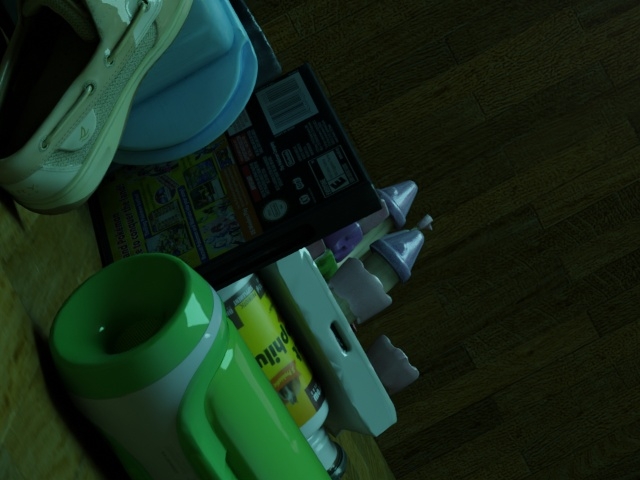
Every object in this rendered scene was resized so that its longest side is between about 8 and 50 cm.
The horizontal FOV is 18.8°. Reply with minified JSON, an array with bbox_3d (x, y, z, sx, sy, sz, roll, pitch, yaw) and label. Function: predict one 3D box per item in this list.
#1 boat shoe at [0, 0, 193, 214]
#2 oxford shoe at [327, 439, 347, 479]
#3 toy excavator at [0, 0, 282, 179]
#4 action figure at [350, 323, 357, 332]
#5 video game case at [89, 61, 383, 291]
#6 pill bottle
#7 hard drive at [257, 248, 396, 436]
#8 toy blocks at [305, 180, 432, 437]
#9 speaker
[{"bbox_3d":[-0.177,-0.172,1.471,0.109,0.302,0.098,15,-15,25],"label":"boat shoe"},{"bbox_3d":[-0.039,0.209,2.093,0.096,0.083,0.227,57,-7,-24],"label":"oxford shoe"},{"bbox_3d":[-0.205,-0.265,1.668,0.433,0.222,0.445,61,-3,-7],"label":"toy excavator"},{"bbox_3d":[-0.033,-0.008,2.603,0.370,0.276,0.248,41,10,-43],"label":"action figure"},{"bbox_3d":[-0.088,-0.046,1.788,0.035,0.248,0.275,63,2,-31],"label":"video game case"},{"bbox_3d":[-0.069,0.128,1.798,0.215,0.117,0.117,61,2,-17],"label":"pill bottle"},{"bbox_3d":[-0.057,0.088,1.921,0.307,0.040,0.203,4,-54,62],"label":"hard drive"},{"bbox_3d":[0.000,0.000,2.151,0.309,0.260,0.288,44,-10,25],"label":"toy blocks"},{"bbox_3d":[-0.075,0.149,1.373,0.296,0.131,0.131,60,3,-36],"label":"speaker"}]
